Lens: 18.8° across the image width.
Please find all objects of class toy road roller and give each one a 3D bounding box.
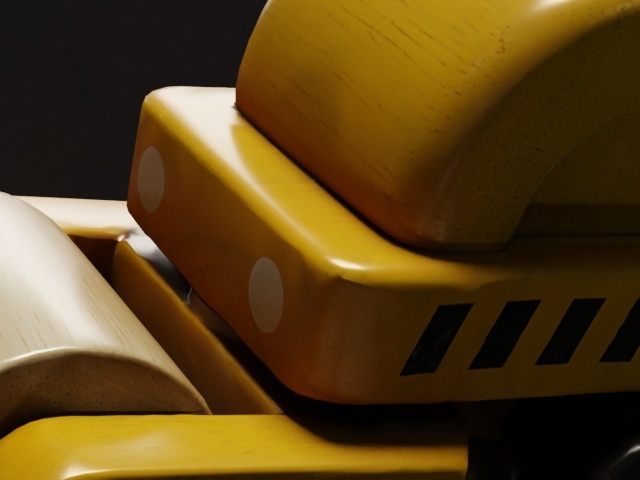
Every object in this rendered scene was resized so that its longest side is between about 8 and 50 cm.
[{"bbox_3d":[0.000,0.000,0.645,0.329,0.240,0.202,0,23,-29],"label":"toy road roller"}]
